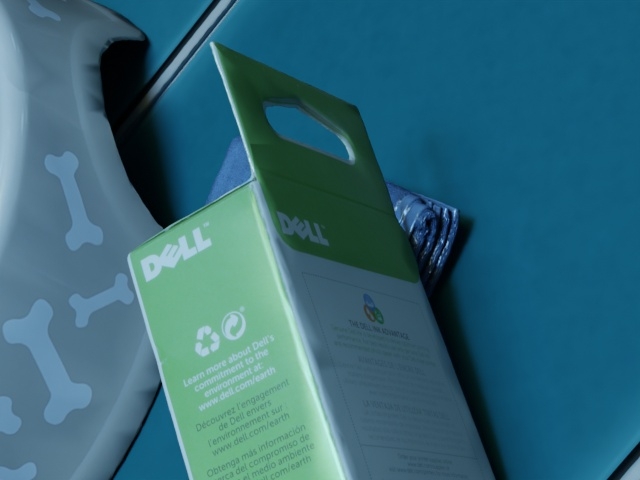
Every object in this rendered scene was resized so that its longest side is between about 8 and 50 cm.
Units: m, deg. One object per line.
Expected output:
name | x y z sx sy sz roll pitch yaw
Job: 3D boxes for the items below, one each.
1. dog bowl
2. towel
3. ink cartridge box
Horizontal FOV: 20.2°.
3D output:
dog bowl | -0.224 0.013 0.867 0.349 0.102 0.348 -17 59 31
towel | 0.000 0.000 0.744 0.119 0.029 0.067 23 88 41
ink cartridge box | -0.004 0.043 0.644 0.062 0.109 0.209 -29 67 25
